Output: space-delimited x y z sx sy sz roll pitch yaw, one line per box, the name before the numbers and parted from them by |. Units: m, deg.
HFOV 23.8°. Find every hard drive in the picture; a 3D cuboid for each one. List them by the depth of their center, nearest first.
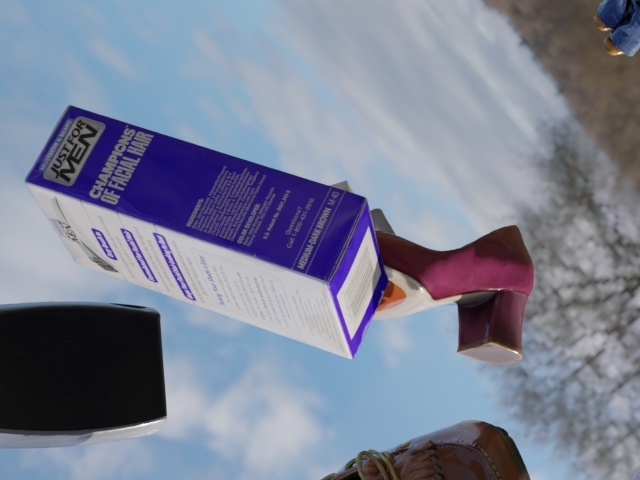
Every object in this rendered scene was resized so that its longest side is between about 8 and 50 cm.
hard drive | -0.298 0.154 1.768 0.254 0.054 0.172 1 -100 -30

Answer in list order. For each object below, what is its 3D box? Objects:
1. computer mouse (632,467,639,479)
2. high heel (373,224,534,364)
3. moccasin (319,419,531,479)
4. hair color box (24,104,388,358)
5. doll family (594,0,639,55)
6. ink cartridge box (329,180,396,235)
computer mouse | 0.361 0.321 1.734 0.042 0.193 0.106 24 175 -6
high heel | 0.114 0.010 1.783 0.377 0.127 0.181 30 -125 -43
moccasin | 0.103 0.289 1.751 0.380 0.147 0.139 -15 95 57
hair color box | -0.111 -0.008 1.543 0.339 0.110 0.185 17 156 17
doll family | 0.290 -0.254 1.431 0.263 0.118 0.163 55 161 9
ink cartridge box | 0.000 0.000 1.853 0.115 0.198 0.067 58 -157 -43
